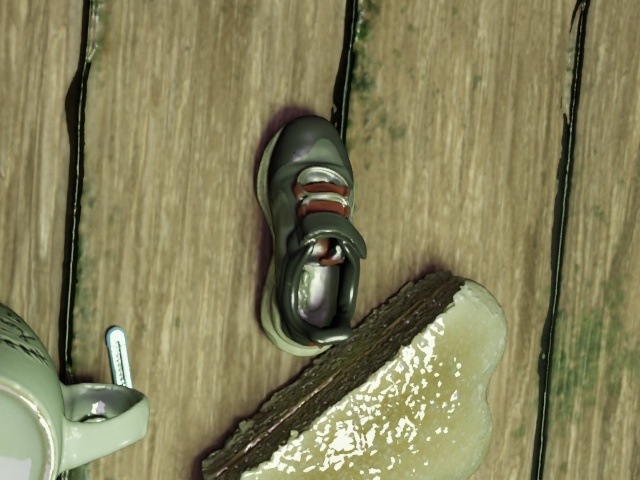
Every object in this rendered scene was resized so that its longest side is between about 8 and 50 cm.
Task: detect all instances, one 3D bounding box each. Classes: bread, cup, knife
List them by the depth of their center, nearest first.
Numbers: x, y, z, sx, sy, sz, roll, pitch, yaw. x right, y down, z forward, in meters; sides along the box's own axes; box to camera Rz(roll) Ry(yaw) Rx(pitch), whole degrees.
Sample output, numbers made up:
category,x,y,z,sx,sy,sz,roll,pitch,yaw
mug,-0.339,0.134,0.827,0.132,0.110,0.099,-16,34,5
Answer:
category,x,y,z,sx,sy,sz,roll,pitch,yaw
cup,-0.256,0.147,1.027,0.258,0.234,0.186,2,95,-22
knife,-0.182,0.126,1.167,0.027,0.010,0.096,-11,99,-19
bread,0.056,0.187,1.211,0.337,0.102,0.183,-39,107,-11

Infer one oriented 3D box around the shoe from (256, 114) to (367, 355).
category,x,y,z,sx,sy,sz,roll,pitch,yaw
shoe,0.000,0.000,1.166,0.099,0.112,0.227,0,97,-19
